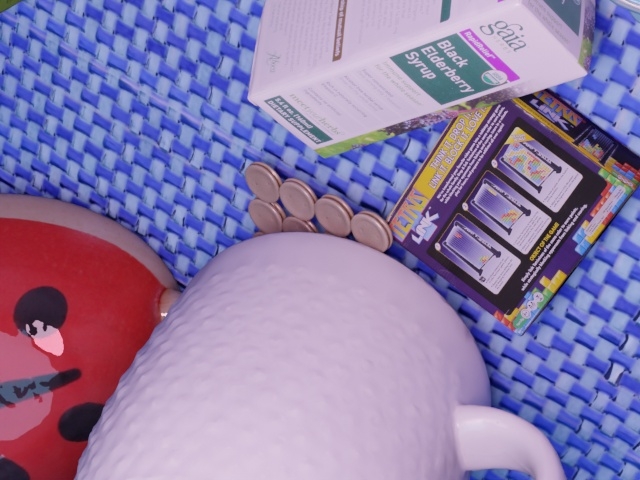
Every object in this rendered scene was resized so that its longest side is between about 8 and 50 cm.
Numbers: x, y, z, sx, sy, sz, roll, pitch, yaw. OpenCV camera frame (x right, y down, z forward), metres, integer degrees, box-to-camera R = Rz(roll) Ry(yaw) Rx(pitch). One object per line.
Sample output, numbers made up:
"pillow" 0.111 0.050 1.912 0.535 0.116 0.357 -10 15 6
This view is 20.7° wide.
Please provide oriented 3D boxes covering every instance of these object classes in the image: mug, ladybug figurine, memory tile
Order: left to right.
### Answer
"ladybug figurine" -0.326 0.121 1.541 0.449 0.162 0.305 -19 104 14
"mug" -0.002 0.194 1.295 0.374 0.328 0.276 1 122 23
"memory tile" 0.000 0.000 1.418 0.148 0.012 0.113 26 140 30

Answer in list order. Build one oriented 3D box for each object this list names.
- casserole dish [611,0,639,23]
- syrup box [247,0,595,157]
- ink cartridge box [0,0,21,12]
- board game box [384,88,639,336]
"casserole dish" 0.244 -0.220 1.174 0.114 0.037 0.188 23 126 18
"syrup box" 0.071 -0.147 1.254 0.237 0.096 0.093 -15 145 36
"ink cartridge box" -0.349 -0.313 1.424 0.255 0.097 0.188 25 126 18
"board game box" 0.145 -0.031 1.327 0.141 0.048 0.170 39 129 8
